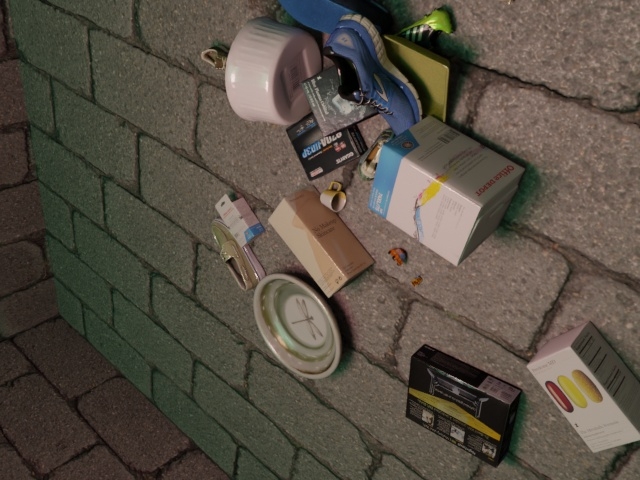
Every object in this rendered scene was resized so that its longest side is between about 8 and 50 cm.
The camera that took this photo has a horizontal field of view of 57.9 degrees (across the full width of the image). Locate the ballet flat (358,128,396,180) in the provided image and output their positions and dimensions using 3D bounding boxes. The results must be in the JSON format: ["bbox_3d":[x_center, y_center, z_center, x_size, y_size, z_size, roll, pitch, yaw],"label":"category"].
[{"bbox_3d":[0.147,-0.218,1.548,0.070,0.070,0.188,45,136,17],"label":"ballet flat"}]

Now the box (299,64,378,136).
[{"bbox_3d":[0.055,-0.371,1.498,0.158,0.093,0.156,-23,96,18],"label":"box"}]

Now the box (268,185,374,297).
[{"bbox_3d":[0.000,0.000,1.754,0.311,0.148,0.121,51,136,9],"label":"box"}]

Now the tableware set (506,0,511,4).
[{"bbox_3d":[0.363,-0.575,1.192,0.169,0.020,0.141,37,132,25],"label":"tableware set"}]

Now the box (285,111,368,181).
[{"bbox_3d":[0.015,-0.287,1.654,0.220,0.051,0.175,-21,96,47],"label":"box"}]

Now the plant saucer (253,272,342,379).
[{"bbox_3d":[-0.062,0.281,1.995,0.400,0.100,0.400,21,124,35],"label":"plant saucer"}]

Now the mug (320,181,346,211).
[{"bbox_3d":[0.037,-0.129,1.724,0.064,0.078,0.062,25,160,43],"label":"mug"}]

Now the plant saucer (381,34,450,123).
[{"bbox_3d":[0.232,-0.387,1.356,0.188,0.045,0.188,37,162,25],"label":"plant saucer"}]

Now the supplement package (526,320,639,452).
[{"bbox_3d":[0.627,0.337,1.340,0.244,0.134,0.139,53,137,9],"label":"supplement package"}]

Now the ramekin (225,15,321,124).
[{"bbox_3d":[-0.113,-0.442,1.541,0.135,0.277,0.277,21,125,26],"label":"ramekin"}]

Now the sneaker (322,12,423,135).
[{"bbox_3d":[0.114,-0.356,1.362,0.330,0.147,0.130,48,164,-26],"label":"sneaker"}]

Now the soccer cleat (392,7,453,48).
[{"bbox_3d":[0.226,-0.472,1.350,0.179,0.060,0.072,-18,100,44],"label":"soccer cleat"}]

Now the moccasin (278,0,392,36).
[{"bbox_3d":[0.026,-0.587,1.445,0.342,0.117,0.137,40,146,15],"label":"moccasin"}]

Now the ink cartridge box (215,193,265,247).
[{"bbox_3d":[-0.286,-0.078,2.045,0.180,0.060,0.104,57,138,4],"label":"ink cartridge box"}]

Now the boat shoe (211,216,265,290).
[{"bbox_3d":[-0.315,0.047,2.115,0.302,0.094,0.109,52,137,9],"label":"boat shoe"}]

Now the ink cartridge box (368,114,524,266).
[{"bbox_3d":[0.288,-0.121,1.356,0.270,0.198,0.197,37,141,24],"label":"ink cartridge box"}]

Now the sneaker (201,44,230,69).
[{"bbox_3d":[-0.287,-0.543,1.780,0.192,0.086,0.064,35,131,25],"label":"sneaker"}]

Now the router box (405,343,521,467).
[{"bbox_3d":[0.401,0.472,1.667,0.309,0.081,0.243,22,125,34],"label":"router box"}]

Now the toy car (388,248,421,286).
[{"bbox_3d":[0.245,0.070,1.651,0.040,0.060,0.122,-39,103,4],"label":"toy car"}]
